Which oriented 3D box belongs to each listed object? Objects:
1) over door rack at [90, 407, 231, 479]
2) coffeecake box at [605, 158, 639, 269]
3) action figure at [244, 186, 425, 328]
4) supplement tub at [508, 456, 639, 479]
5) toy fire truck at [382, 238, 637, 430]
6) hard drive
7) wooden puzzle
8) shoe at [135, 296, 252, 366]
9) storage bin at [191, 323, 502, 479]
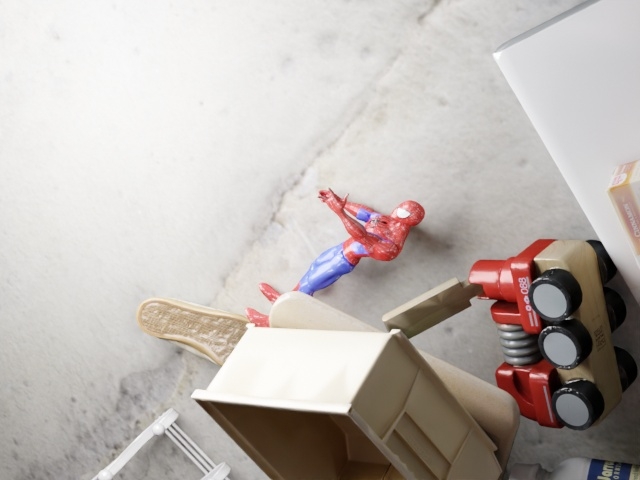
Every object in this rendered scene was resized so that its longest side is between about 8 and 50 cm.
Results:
[{"bbox_3d":[-0.241,0.417,2.124,0.239,0.108,0.324,47,124,-5],"label":"over door rack"},{"bbox_3d":[0.423,-0.032,1.573,0.185,0.068,0.142,-17,109,29],"label":"coffeecake box"},{"bbox_3d":[0.000,0.000,1.809,0.280,0.091,0.139,-30,111,32],"label":"action figure"},{"bbox_3d":[0.382,0.387,1.753,0.324,0.235,0.235,6,118,14],"label":"supplement tub"},{"bbox_3d":[0.225,0.115,1.759,0.246,0.158,0.217,2,115,40],"label":"toy fire truck"},{"bbox_3d":[0.378,-0.110,1.621,0.233,0.047,0.353,-25,105,31],"label":"hard drive"},{"bbox_3d":[0.093,0.204,1.837,0.322,0.080,0.348,25,151,13],"label":"wooden puzzle"},{"bbox_3d":[-0.139,0.126,1.964,0.219,0.058,0.077,22,92,6],"label":"shoe"},{"bbox_3d":[0.037,0.224,1.709,0.262,0.123,0.260,-2,136,46],"label":"storage bin"}]
